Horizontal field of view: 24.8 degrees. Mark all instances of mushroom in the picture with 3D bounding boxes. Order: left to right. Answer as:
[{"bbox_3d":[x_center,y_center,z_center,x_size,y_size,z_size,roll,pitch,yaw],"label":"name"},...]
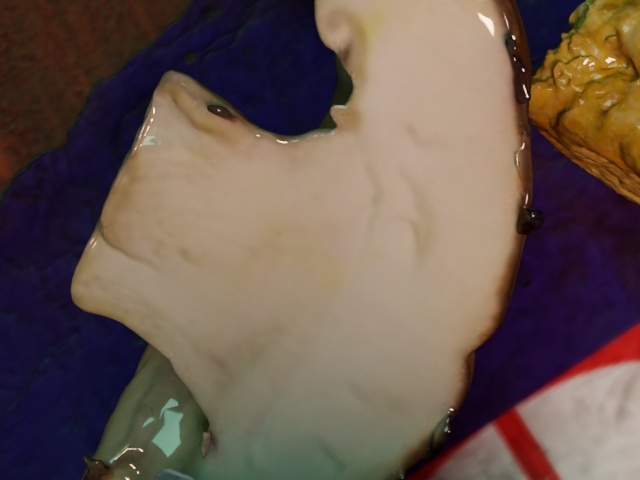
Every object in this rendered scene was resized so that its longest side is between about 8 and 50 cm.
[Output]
[{"bbox_3d":[0.000,0.000,0.592,0.156,0.151,0.285,30,113,1],"label":"mushroom"}]

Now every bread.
[{"bbox_3d":[0.181,-0.028,0.544,0.211,0.114,0.083,30,96,33],"label":"bread"}]

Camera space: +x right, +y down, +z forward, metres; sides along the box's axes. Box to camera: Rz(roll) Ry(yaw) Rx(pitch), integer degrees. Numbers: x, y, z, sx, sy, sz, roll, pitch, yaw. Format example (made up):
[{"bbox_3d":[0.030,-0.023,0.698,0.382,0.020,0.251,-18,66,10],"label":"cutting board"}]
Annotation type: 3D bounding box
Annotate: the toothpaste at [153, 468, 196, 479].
[{"bbox_3d":[0.086,0.193,0.489,0.371,0.125,0.080,20,30,32],"label":"toothpaste"}]
